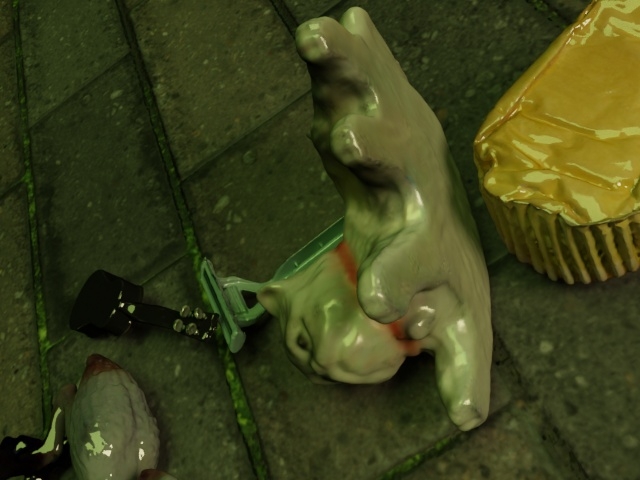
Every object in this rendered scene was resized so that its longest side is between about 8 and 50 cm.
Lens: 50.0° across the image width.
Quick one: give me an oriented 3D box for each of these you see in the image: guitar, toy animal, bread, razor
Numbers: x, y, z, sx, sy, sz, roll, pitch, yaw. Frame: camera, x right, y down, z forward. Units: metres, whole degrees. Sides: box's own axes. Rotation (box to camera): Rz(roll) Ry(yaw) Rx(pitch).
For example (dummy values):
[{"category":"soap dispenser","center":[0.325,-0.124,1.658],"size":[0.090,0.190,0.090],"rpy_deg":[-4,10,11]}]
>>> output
[{"category":"guitar","center":[-0.208,0.081,0.782],"size":[0.271,0.038,0.084],"rpy_deg":[2,67,47]},{"category":"toy animal","center":[-0.212,0.218,0.695],"size":[0.324,0.090,0.195],"rpy_deg":[-1,66,42]},{"category":"bread","center":[0.246,-0.087,0.580],"size":[0.179,0.133,0.250],"rpy_deg":[26,77,40]},{"category":"toy animal","center":[0.022,-0.021,0.611],"size":[0.188,0.308,0.266],"rpy_deg":[-18,32,44]},{"category":"razor","center":[0.005,0.005,0.733],"size":[0.277,0.056,0.111],"rpy_deg":[-32,50,0]}]
